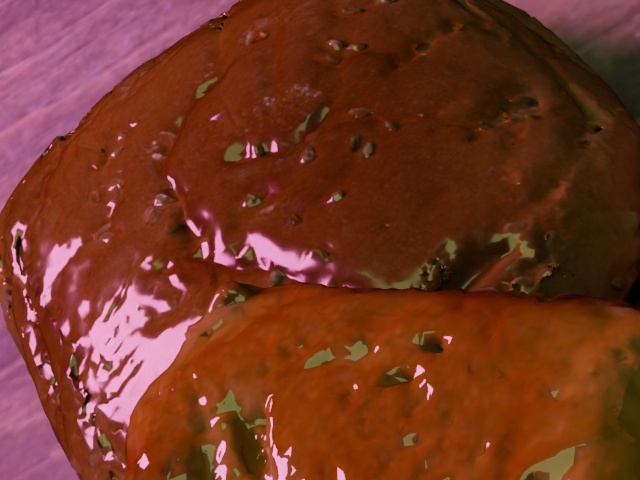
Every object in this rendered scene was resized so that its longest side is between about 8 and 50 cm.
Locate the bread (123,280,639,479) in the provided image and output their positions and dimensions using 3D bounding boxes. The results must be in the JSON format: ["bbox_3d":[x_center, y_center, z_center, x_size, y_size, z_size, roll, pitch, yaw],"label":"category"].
[{"bbox_3d":[0.063,0.131,0.544,0.166,0.294,0.132,-9,50,25],"label":"bread"}]

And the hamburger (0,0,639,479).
[{"bbox_3d":[-0.002,0.001,0.786,0.265,0.134,0.285,-43,48,3],"label":"hamburger"}]
